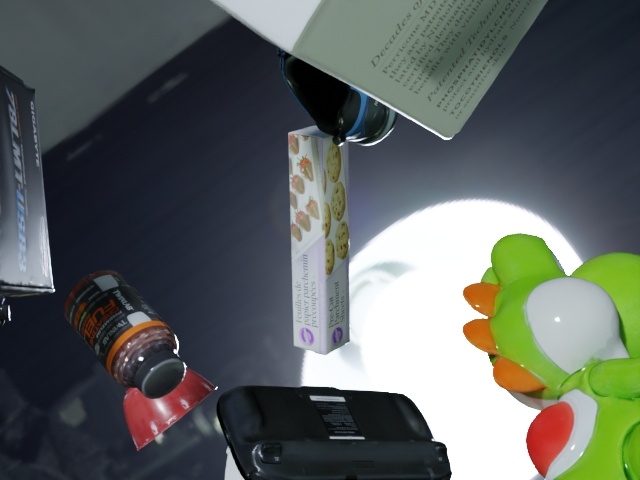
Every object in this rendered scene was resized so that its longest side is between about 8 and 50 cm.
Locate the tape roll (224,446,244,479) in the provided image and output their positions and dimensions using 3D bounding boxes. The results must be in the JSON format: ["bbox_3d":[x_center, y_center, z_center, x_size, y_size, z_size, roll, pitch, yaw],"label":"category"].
[{"bbox_3d":[-0.008,0.433,1.726,0.392,0.072,0.392,38,-140,-42],"label":"tape roll"}]

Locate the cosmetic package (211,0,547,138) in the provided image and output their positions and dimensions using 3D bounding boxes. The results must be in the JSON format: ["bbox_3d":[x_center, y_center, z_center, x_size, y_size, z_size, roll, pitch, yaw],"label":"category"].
[{"bbox_3d":[0.041,-0.355,1.123,0.329,0.327,0.394,40,-168,26],"label":"cosmetic package"}]

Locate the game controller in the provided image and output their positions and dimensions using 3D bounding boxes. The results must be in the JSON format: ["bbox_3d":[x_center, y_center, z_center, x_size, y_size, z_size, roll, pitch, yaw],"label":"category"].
[{"bbox_3d":[0.022,0.253,1.381,0.319,0.067,0.166,9,-153,-34],"label":"game controller"}]

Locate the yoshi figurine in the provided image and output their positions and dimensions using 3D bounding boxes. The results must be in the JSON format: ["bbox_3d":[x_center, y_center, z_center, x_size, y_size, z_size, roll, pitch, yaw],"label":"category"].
[{"bbox_3d":[0.255,0.125,0.831,0.203,0.203,0.362,32,-155,-43],"label":"yoshi figurine"}]

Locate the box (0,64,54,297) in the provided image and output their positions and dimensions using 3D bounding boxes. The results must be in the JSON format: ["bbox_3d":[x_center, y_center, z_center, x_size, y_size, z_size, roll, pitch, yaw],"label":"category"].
[{"bbox_3d":[-0.423,-0.078,1.367,0.293,0.073,0.295,45,-140,-83],"label":"box"}]

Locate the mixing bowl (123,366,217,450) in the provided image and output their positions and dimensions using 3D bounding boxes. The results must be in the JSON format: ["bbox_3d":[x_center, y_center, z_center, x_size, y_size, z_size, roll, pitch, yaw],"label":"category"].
[{"bbox_3d":[-0.287,0.285,1.955,0.098,0.181,0.181,52,-176,1],"label":"mixing bowl"}]

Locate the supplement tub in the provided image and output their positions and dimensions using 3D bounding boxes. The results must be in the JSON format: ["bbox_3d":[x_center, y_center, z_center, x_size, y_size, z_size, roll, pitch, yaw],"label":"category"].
[{"bbox_3d":[-0.270,0.134,1.521,0.198,0.106,0.106,41,175,35],"label":"supplement tub"}]

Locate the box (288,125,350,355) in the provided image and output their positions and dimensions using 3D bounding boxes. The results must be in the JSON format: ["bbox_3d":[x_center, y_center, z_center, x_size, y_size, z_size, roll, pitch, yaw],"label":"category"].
[{"bbox_3d":[0.000,0.000,1.542,0.063,0.067,0.323,12,111,36],"label":"box"}]

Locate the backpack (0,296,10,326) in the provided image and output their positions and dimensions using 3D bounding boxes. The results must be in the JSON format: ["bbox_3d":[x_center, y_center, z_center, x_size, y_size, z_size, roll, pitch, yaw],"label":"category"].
[{"bbox_3d":[-0.684,0.102,1.793,0.213,0.263,0.276,23,-159,-48],"label":"backpack"}]

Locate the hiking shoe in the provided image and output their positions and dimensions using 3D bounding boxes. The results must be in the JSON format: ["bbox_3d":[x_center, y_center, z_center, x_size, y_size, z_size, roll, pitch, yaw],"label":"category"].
[{"bbox_3d":[-0.009,-0.264,1.445,0.304,0.113,0.132,57,-152,14],"label":"hiking shoe"}]
